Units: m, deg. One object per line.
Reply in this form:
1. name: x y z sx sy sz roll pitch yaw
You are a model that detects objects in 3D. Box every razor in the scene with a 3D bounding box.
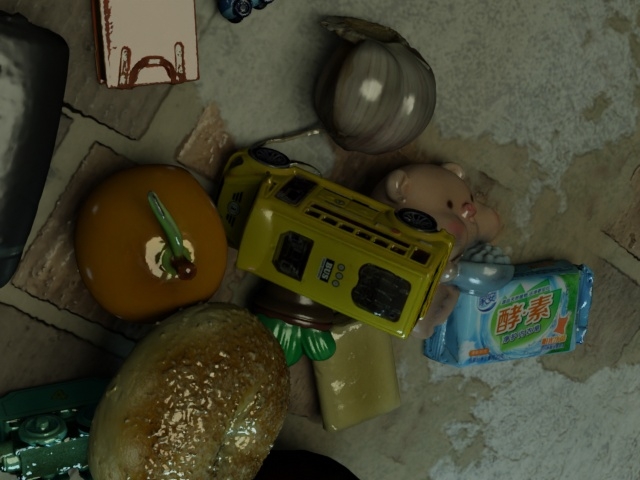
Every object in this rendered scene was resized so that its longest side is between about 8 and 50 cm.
1. razor: -0.431 -0.114 1.384 0.204 0.113 0.349 12 102 -27

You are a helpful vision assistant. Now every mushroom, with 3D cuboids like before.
1. mushroom: -0.046 -0.092 1.638 0.101 0.019 0.049 -2 107 -24

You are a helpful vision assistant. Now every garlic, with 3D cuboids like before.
1. garlic: 0.029 -0.218 1.580 0.257 0.207 0.207 -7 115 13

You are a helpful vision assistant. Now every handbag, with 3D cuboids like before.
1. handbag: -0.225 -0.291 1.457 0.127 0.063 0.190 -8 108 -24

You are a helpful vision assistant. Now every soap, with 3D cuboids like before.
1. soap: 0.314 0.116 1.856 0.293 0.077 0.156 -7 110 -25

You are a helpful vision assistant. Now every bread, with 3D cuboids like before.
1. bread: -0.156 0.229 1.469 0.305 0.159 0.305 -30 133 -38
2. bread: 0.051 0.194 1.761 0.140 0.060 0.178 -17 114 -22

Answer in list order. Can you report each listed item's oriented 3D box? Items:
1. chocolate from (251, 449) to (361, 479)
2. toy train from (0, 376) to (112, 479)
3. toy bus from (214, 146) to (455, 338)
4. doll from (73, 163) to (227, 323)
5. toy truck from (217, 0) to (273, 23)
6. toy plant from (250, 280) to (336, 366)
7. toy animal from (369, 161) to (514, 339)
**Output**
1. chocolate: -0.055 0.475 1.631 0.384 0.384 0.331 25 96 -31
2. toy train: -0.342 0.258 1.533 0.198 0.154 0.107 -9 114 -23
3. toy bus: 0.000 0.000 1.527 0.331 0.151 0.145 23 117 9
4. doll: -0.210 0.012 1.465 0.213 0.236 0.213 -5 103 -21
5. toy truck: -0.082 -0.347 1.512 0.136 0.063 0.074 -32 99 -17
6. toy plant: -0.042 0.122 1.659 0.143 0.105 0.200 15 105 2
7. toy animal: 0.147 0.014 1.683 0.221 0.229 0.210 -39 171 31
